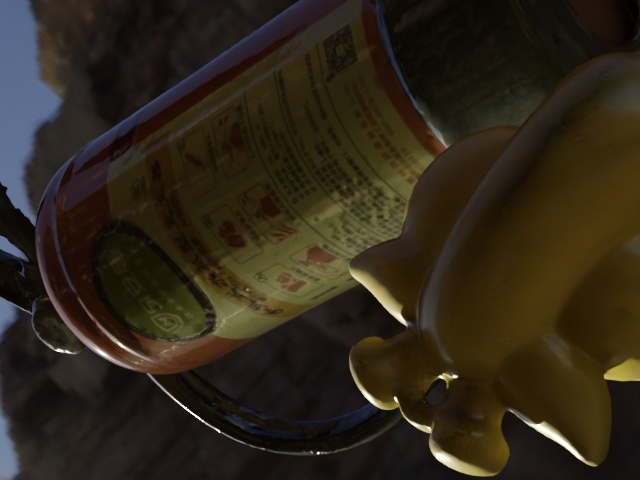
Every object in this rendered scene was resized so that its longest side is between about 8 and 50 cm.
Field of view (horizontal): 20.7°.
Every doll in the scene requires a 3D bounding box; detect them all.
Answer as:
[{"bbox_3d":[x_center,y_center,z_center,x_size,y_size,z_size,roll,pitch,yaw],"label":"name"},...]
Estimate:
[{"bbox_3d":[0.116,-0.056,0.524,0.291,0.117,0.086,-55,-38,0],"label":"doll"}]

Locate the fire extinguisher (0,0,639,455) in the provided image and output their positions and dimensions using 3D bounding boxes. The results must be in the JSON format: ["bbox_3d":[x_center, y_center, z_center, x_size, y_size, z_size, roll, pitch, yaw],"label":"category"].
[{"bbox_3d":[-0.007,0.003,0.735,0.376,0.200,0.113,-26,5,42],"label":"fire extinguisher"}]
